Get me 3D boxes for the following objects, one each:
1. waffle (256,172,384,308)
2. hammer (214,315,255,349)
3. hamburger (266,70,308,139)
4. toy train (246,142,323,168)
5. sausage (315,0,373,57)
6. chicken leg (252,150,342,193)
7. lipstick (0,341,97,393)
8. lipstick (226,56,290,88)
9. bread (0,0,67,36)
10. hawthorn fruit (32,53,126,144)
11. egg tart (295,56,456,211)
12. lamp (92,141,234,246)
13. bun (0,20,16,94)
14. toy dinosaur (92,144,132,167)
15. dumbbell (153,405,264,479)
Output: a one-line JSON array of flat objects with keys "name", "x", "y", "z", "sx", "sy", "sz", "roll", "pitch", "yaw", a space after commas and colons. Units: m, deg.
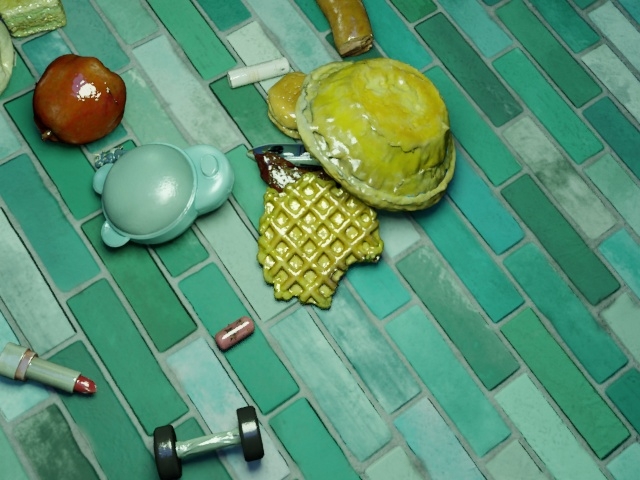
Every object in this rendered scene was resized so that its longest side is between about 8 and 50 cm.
[{"name": "waffle", "x": 0.000, "y": 0.000, "z": 1.451, "sx": 0.291, "sy": 0.051, "sz": 0.291, "roll": 0, "pitch": 86, "yaw": -1}, {"name": "hammer", "x": -0.170, "y": 0.182, "z": 1.408, "sx": 0.083, "sy": 0.043, "sz": 0.043, "roll": -34, "pitch": 77, "yaw": -15}, {"name": "hamburger", "x": -0.046, "y": -0.296, "z": 1.567, "sx": 0.147, "sy": 0.083, "sz": 0.138, "roll": 39, "pitch": 71, "yaw": 12}, {"name": "toy train", "x": -0.036, "y": -0.183, "z": 1.546, "sx": 0.251, "sy": 0.048, "sz": 0.055, "roll": 5, "pitch": 68, "yaw": -4}, {"name": "sausage", "x": 0.037, "y": -0.557, "z": 1.658, "sx": 0.109, "sy": 0.109, "sz": 0.271, "roll": -24, "pitch": 75, "yaw": -13}, {"name": "chicken leg", "x": -0.035, "y": -0.126, "z": 1.512, "sx": 0.233, "sy": 0.063, "sz": 0.105, "roll": 8, "pitch": 86, "yaw": -3}, {"name": "lipstick", "x": -0.509, "y": 0.253, "z": 1.344, "sx": 0.186, "sy": 0.057, "sz": 0.063, "roll": 21, "pitch": 70, "yaw": -4}, {"name": "lipstick", "x": -0.140, "y": -0.380, "z": 1.609, "sx": 0.141, "sy": 0.040, "sz": 0.040, "roll": -18, "pitch": 73, "yaw": -12}, {"name": "bread", "x": -0.661, "y": -0.558, "z": 1.587, "sx": 0.138, "sy": 0.102, "sz": 0.196, "roll": -24, "pitch": 72, "yaw": -16}, {"name": "hawthorn fruit", "x": -0.504, "y": -0.280, "z": 1.462, "sx": 0.185, "sy": 0.185, "sz": 0.202, "roll": 36, "pitch": 72, "yaw": 7}, {"name": "egg tart", "x": 0.134, "y": -0.244, "z": 1.466, "sx": 0.387, "sy": 0.169, "sz": 0.388, "roll": 14, "pitch": 55, "yaw": -21}, {"name": "lamp", "x": -0.314, "y": -0.104, "z": 1.437, "sx": 0.284, "sy": 0.147, "sz": 0.209, "roll": -12, "pitch": 69, "yaw": -10}, {"name": "bun", "x": -0.784, "y": -0.389, "z": 1.484, "sx": 0.272, "sy": 0.168, "sz": 0.273, "roll": 0, "pitch": 76, "yaw": 1}, {"name": "toy dinosaur", "x": -0.439, "y": -0.177, "z": 1.512, "sx": 0.083, "sy": 0.030, "sz": 0.047, "roll": -11, "pitch": 74, "yaw": -10}, {"name": "dumbbell", "x": -0.205, "y": 0.371, "z": 1.305, "sx": 0.191, "sy": 0.100, "sz": 0.100, "roll": -11, "pitch": 72, "yaw": -10}]
